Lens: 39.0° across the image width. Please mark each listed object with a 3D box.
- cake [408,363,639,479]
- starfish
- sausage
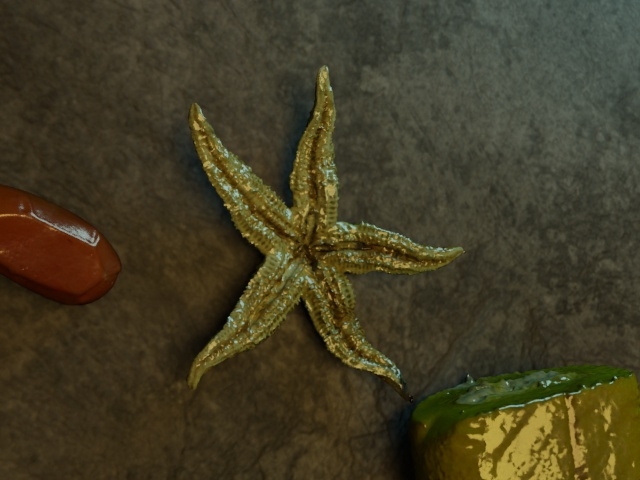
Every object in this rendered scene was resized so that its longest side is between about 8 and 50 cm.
[{"bbox_3d":[0.222,0.224,1.002,0.260,0.179,0.156,-8,86,-16],"label":"cake"},{"bbox_3d":[-0.001,-0.002,0.974,0.347,0.078,0.358,13,81,-22],"label":"starfish"},{"bbox_3d":[-0.267,0.005,0.856,0.179,0.089,0.089,29,76,-29],"label":"sausage"}]
